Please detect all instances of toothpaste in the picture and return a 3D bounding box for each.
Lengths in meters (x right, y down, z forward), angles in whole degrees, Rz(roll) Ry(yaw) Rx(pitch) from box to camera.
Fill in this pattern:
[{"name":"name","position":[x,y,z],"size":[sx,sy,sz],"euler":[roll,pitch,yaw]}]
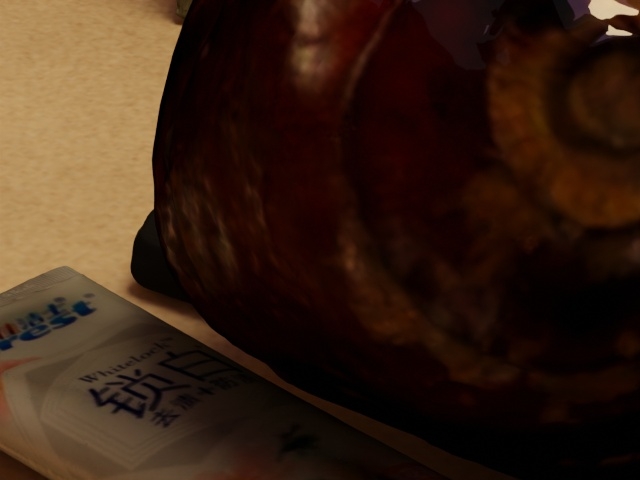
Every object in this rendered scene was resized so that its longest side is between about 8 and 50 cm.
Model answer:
[{"name":"toothpaste","position":[-0.022,0.078,0.518],"size":[0.323,0.066,0.100],"euler":[24,36,38]}]

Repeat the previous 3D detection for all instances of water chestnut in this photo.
[{"name":"water chestnut","position":[0.084,-0.054,0.541],"size":[0.289,0.289,0.244],"euler":[-19,46,-33]}]

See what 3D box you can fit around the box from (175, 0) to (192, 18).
[{"name":"box","position":[0.016,-0.230,0.936],"size":[0.149,0.155,0.231],"euler":[8,32,6]}]

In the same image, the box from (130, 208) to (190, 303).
[{"name":"box","position":[0.000,0.000,0.682],"size":[0.125,0.027,0.126],"euler":[19,33,17]}]
